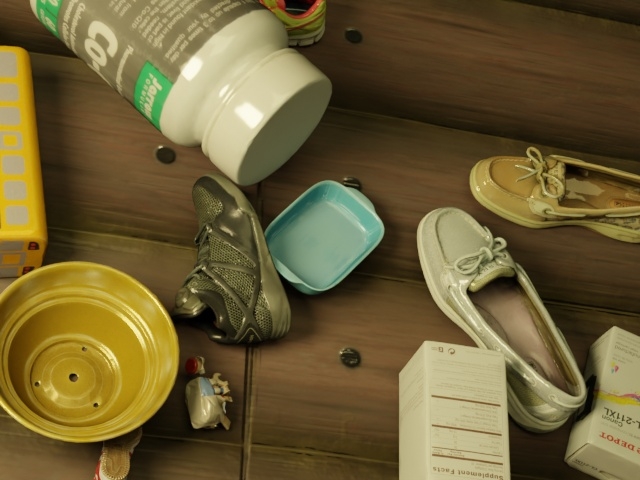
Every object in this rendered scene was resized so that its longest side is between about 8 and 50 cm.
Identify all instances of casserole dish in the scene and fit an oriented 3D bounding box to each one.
[{"bbox_3d":[0.000,0.000,1.676,0.114,0.037,0.188,41,50,6],"label":"casserole dish"}]

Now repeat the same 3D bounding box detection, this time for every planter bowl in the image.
[{"bbox_3d":[-0.273,0.139,1.491,0.217,0.090,0.217,8,60,-14],"label":"planter bowl"}]

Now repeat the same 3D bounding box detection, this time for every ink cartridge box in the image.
[{"bbox_3d":[0.393,0.216,1.670,0.127,0.072,0.175,23,57,-5],"label":"ink cartridge box"}]

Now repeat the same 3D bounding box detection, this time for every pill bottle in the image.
[{"bbox_3d":[-0.171,-0.247,1.657,0.361,0.204,0.204,42,58,14],"label":"pill bottle"}]

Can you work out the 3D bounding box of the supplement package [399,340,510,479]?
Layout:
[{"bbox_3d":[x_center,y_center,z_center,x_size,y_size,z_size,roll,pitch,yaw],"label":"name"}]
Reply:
[{"bbox_3d":[0.156,0.225,1.571,0.105,0.105,0.179,9,60,-13],"label":"supplement package"}]

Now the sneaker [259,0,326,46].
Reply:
[{"bbox_3d":[-0.086,-0.312,1.801,0.208,0.094,0.081,-11,67,-21],"label":"sneaker"}]

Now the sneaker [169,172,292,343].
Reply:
[{"bbox_3d":[-0.131,0.024,1.603,0.130,0.087,0.227,-11,71,-30],"label":"sneaker"}]

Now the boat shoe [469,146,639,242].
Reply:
[{"bbox_3d":[0.344,-0.072,1.806,0.285,0.089,0.104,9,60,-13],"label":"boat shoe"}]

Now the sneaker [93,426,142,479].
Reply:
[{"bbox_3d":[-0.229,0.250,1.479,0.042,0.067,0.118,17,28,-5],"label":"sneaker"}]

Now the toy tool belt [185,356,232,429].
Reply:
[{"bbox_3d":[-0.129,0.178,1.546,0.051,0.052,0.083,15,56,-47],"label":"toy tool belt"}]

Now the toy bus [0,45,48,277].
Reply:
[{"bbox_3d":[-0.407,-0.125,1.586,0.130,0.108,0.333,-2,62,-19],"label":"toy bus"}]

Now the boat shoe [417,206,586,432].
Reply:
[{"bbox_3d":[0.230,0.084,1.674,0.118,0.103,0.320,-16,68,-25],"label":"boat shoe"}]
